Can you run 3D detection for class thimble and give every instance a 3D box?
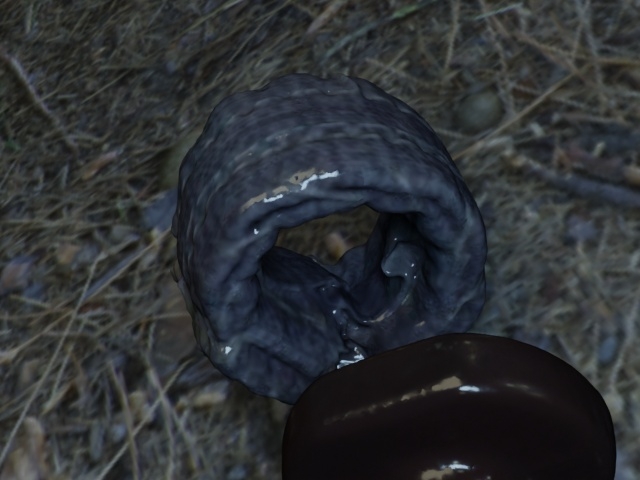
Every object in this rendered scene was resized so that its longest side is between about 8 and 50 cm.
[{"bbox_3d":[0.002,0.000,0.700,0.150,0.150,0.098,-32,40,6],"label":"thimble"}]

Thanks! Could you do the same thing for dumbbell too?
[{"bbox_3d":[0.052,0.155,0.540,0.140,0.124,0.225,-21,44,20],"label":"dumbbell"}]
